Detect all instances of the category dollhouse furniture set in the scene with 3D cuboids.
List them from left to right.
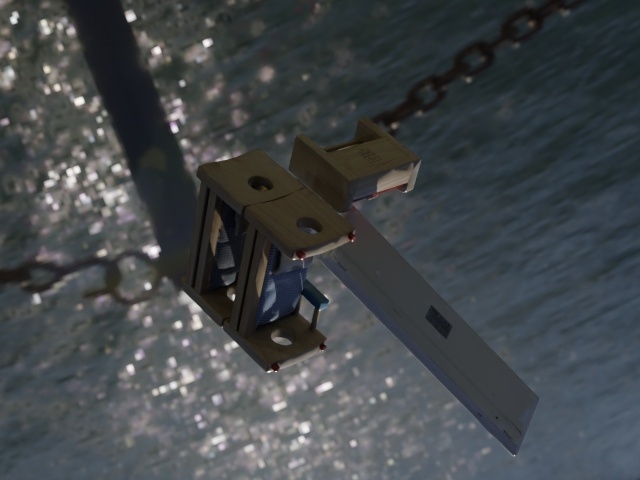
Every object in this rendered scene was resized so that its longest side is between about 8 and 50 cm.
[{"bbox_3d":[0.000,0.000,1.062,0.184,0.129,0.129,-20,137,-37],"label":"dollhouse furniture set"}]

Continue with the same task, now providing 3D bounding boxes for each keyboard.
[{"bbox_3d":[0.098,0.078,1.089,0.014,0.256,0.072,-32,-161,39],"label":"keyboard"}]
